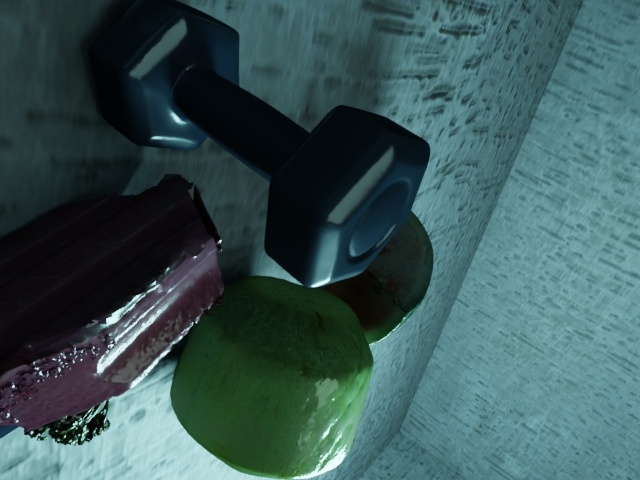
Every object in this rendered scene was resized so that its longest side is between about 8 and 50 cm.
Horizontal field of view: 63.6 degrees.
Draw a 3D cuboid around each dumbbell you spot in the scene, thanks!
[{"bbox_3d":[-0.065,-0.100,0.471,0.143,0.316,0.156,-36,151,-34],"label":"dumbbell"}]

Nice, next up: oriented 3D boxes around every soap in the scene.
[{"bbox_3d":[-0.215,0.042,0.503,0.289,0.182,0.112,-47,150,-37],"label":"soap"}]

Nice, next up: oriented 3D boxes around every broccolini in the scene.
[{"bbox_3d":[-0.286,0.129,0.622,0.123,0.062,0.271,-3,112,-66],"label":"broccolini"}]

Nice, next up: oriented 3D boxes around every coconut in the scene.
[{"bbox_3d":[-0.075,0.231,0.827,0.328,0.281,0.328,-12,114,-27],"label":"coconut"}]

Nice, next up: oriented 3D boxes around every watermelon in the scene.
[{"bbox_3d":[0.090,0.086,0.967,0.256,0.176,0.260,-83,-167,-59],"label":"watermelon"}]

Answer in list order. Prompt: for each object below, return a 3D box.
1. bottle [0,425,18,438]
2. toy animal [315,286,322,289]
[{"bbox_3d":[-0.301,0.142,0.535,0.244,0.072,0.082,-34,146,-26],"label":"bottle"},{"bbox_3d":[0.000,0.000,0.945,0.157,0.097,0.312,-56,157,-11],"label":"toy animal"}]
